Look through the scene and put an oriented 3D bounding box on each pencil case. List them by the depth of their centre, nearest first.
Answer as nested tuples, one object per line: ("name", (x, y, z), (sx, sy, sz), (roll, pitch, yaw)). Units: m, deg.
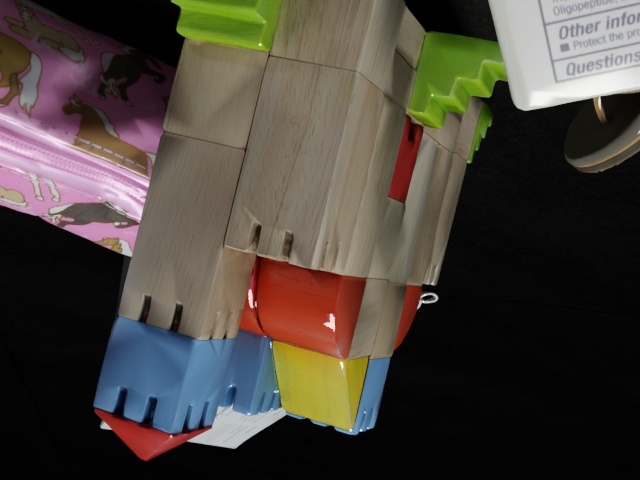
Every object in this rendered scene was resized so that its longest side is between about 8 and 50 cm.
("pencil case", (-0.226, -0.096, 0.632), (0.386, 0.167, 0.160), (22, 149, -37))

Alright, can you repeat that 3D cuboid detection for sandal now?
("sandal", (0.226, -0.125, 0.658), (0.060, 0.090, 0.219), (26, 152, -8))

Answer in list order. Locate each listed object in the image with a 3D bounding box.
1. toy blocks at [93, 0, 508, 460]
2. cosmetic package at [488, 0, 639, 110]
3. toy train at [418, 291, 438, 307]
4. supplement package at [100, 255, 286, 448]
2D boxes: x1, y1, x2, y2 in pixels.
("toy blocks", (0.000, 0.000, 0.607), (0.190, 0.261, 0.381), (14, -179, 19))
("cosmetic package", (0.103, -0.210, 0.291), (0.160, 0.113, 0.309), (-9, 121, 18))
("toy train", (0.049, 0.074, 1.112), (0.166, 0.046, 0.125), (20, 149, -33))
("supplement package", (-0.090, 0.055, 0.897), (0.145, 0.204, 0.262), (14, 151, -21))
